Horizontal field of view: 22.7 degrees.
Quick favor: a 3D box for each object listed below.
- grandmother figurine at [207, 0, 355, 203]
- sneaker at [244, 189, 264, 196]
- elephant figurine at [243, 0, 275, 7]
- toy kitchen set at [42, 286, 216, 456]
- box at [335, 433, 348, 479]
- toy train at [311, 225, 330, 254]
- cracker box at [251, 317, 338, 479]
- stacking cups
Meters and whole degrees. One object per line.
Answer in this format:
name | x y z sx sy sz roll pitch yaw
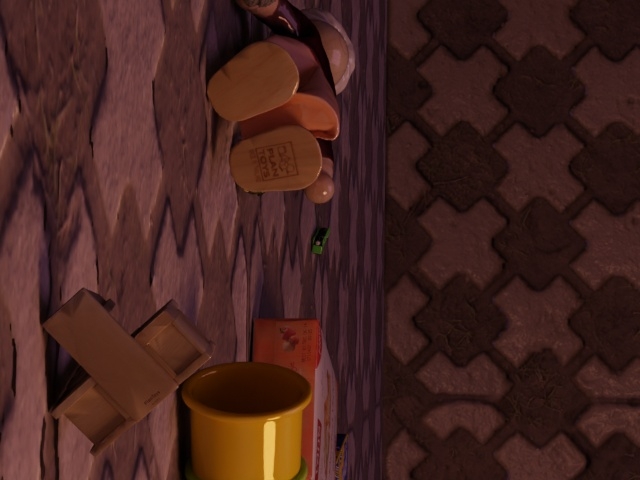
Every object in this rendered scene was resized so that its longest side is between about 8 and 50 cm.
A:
grandmother figurine | -0.020 -0.135 1.406 0.342 0.104 0.208 -72 156 -70
sneaker | -0.058 -0.056 1.391 0.031 0.035 0.083 58 15 24
elephant figurine | -0.001 -0.270 0.992 0.186 0.169 0.239 15 91 -55
toy kitchen set | -0.103 0.049 0.818 0.068 0.083 0.075 47 16 -9
box | 0.000 0.269 1.864 0.169 0.054 0.059 -45 135 -83
toy train | 0.000 0.000 2.032 0.083 0.017 0.024 -64 163 -77
cracker box | -0.024 0.184 1.568 0.232 0.067 0.156 73 17 -69
stacking cups | -0.058 0.250 1.194 0.096 0.096 0.316 -75 168 -68
